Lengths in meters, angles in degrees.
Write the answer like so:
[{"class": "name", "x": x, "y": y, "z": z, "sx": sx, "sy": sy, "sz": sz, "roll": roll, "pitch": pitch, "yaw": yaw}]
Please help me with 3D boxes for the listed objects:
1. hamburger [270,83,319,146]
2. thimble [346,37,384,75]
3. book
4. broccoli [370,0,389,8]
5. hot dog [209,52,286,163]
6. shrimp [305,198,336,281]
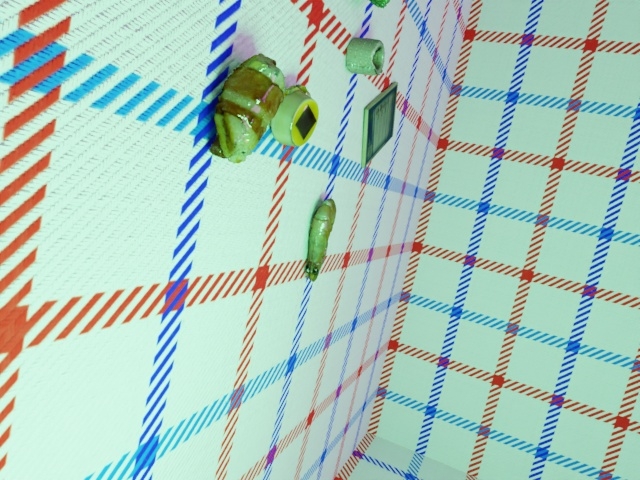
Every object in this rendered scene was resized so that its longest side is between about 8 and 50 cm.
[{"class": "hamburger", "x": -0.061, "y": -0.285, "z": 1.073, "sx": 0.141, "sy": 0.081, "sz": 0.126, "roll": -65, "pitch": 158, "yaw": 8}, {"class": "thimble", "x": 0.134, "y": -0.535, "z": 1.377, "sx": 0.115, "sy": 0.090, "sz": 0.102, "roll": -54, "pitch": 151, "yaw": -44}, {"class": "book", "x": 0.222, "y": -0.437, "z": 1.763, "sx": 0.322, "sy": 0.018, "sz": 0.228, "roll": -50, "pitch": 149, "yaw": -47}, {"class": "broccoli", "x": 0.206, "y": -0.757, "z": 1.245, "sx": 0.269, "sy": 0.241, "sz": 0.261, "roll": -55, "pitch": -163, "yaw": 40}, {"class": "hot dog", "x": -0.142, "y": -0.247, "z": 0.880, "sx": 0.213, "sy": 0.103, "sz": 0.146, "roll": -61, "pitch": 178, "yaw": -11}, {"class": "shrimp", "x": 0.001, "y": 0.001, "z": 1.454, "sx": 0.145, "sy": 0.061, "sz": 0.267, "roll": -25, "pitch": 125, "yaw": -75}]
